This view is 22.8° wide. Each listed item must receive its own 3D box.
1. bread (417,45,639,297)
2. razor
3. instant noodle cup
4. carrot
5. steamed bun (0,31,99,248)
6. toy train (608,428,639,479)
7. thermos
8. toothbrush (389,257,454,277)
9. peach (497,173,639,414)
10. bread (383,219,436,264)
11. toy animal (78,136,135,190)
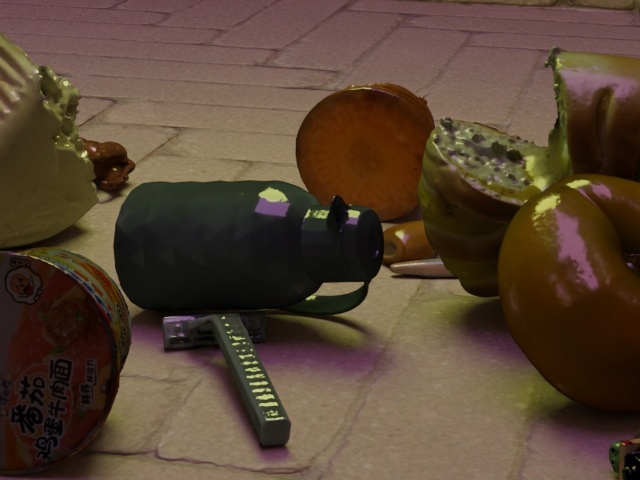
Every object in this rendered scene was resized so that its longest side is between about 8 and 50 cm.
[{"bbox_3d":[0.279,-0.046,1.732,0.333,0.333,0.160,0,32,-4],"label":"bread"},{"bbox_3d":[-0.077,0.122,1.561,0.111,0.056,0.278,-3,18,-16],"label":"razor"},{"bbox_3d":[-0.264,0.098,1.438,0.205,0.205,0.153,3,7,6],"label":"instant noodle cup"},{"bbox_3d":[0.083,-0.146,2.185,0.196,0.196,0.254,4,18,9],"label":"carrot"},{"bbox_3d":[-0.415,-0.105,2.001,0.290,0.273,0.272,21,-16,40],"label":"steamed bun"},{"bbox_3d":[0.318,0.188,1.397,0.138,0.050,0.087,-7,15,-19],"label":"toy train"},{"bbox_3d":[-0.068,0.017,1.726,0.286,0.182,0.145,1,50,25],"label":"thermos"},{"bbox_3d":[0.269,0.027,1.915,0.375,0.037,0.028,-3,15,-5],"label":"toothbrush"},{"bbox_3d":[0.288,0.048,1.559,0.251,0.153,0.251,15,47,-17],"label":"peach"},{"bbox_3d":[0.123,-0.001,1.948,0.103,0.049,0.062,-13,10,-30],"label":"bread"},{"bbox_3d":[-0.371,-0.120,2.264,0.224,0.066,0.229,6,14,3],"label":"toy animal"}]
